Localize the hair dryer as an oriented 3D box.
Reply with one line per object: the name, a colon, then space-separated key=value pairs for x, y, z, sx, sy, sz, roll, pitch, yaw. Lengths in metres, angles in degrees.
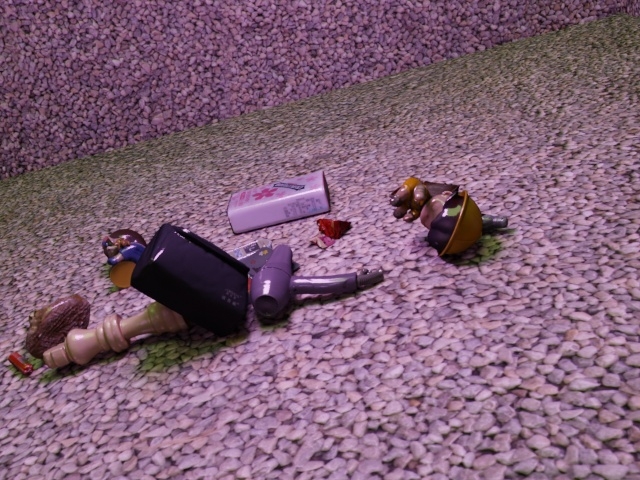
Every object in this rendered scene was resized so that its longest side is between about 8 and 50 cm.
hair dryer: x=-0.005 y=0.101 z=1.706 sx=0.360 sy=0.121 sz=0.301 roll=-1 pitch=26 yaw=7

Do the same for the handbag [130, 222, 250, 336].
handbag: x=-0.318 y=0.073 z=1.653 sx=0.178 sy=0.301 sz=0.275 roll=-46 pitch=22 yaw=31

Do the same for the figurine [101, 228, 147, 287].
figurine: x=-0.670 y=0.047 z=2.123 sx=0.158 sy=0.161 sz=0.275 roll=-56 pitch=28 yaw=3

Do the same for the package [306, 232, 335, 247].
package: x=0.000 y=0.000 z=1.955 sx=0.059 sy=0.029 sz=0.083 roll=-26 pitch=37 yaw=-35

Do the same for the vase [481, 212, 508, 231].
vase: x=0.430 y=-0.050 z=1.770 sx=0.211 sy=0.060 sz=0.060 roll=2 pitch=31 yaw=32

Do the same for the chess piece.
chess piece: x=-0.559 y=0.251 z=1.688 sx=0.396 sy=0.117 sz=0.117 roll=-20 pitch=26 yaw=-4

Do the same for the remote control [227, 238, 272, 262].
remote control: x=-0.267 y=0.060 z=1.972 sx=0.244 sy=0.047 sz=0.087 roll=-22 pitch=23 yaw=-10

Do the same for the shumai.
shumai: x=-0.775 y=0.238 z=1.791 sx=0.152 sy=0.161 sz=0.210 roll=13 pitch=56 yaw=40

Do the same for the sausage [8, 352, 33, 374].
sausage: x=-0.841 y=0.350 z=1.747 sx=0.129 sy=0.034 sz=0.034 roll=12 pitch=38 yaw=44

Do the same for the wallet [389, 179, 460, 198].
wallet: x=0.346 y=-0.156 z=2.061 sx=0.122 sy=0.031 sz=0.232 roll=-35 pitch=29 yaw=-26

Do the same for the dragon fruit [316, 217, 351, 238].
dragon fruit: x=0.028 y=-0.039 z=2.009 sx=0.131 sy=0.063 sz=0.097 roll=7 pitch=2 yaw=39

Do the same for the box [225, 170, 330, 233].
box: x=-0.154 y=-0.140 z=2.228 sx=0.369 sy=0.112 sz=0.190 roll=-13 pitch=25 yaw=5

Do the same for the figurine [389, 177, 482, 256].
figurine: x=0.325 y=-0.076 z=1.699 sx=0.167 sy=0.192 sz=0.257 roll=-35 pitch=64 yaw=-26

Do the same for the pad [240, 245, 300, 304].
pad: x=-0.201 y=0.106 z=1.840 sx=0.170 sy=0.006 sz=0.245 roll=26 pitch=49 yaw=38
